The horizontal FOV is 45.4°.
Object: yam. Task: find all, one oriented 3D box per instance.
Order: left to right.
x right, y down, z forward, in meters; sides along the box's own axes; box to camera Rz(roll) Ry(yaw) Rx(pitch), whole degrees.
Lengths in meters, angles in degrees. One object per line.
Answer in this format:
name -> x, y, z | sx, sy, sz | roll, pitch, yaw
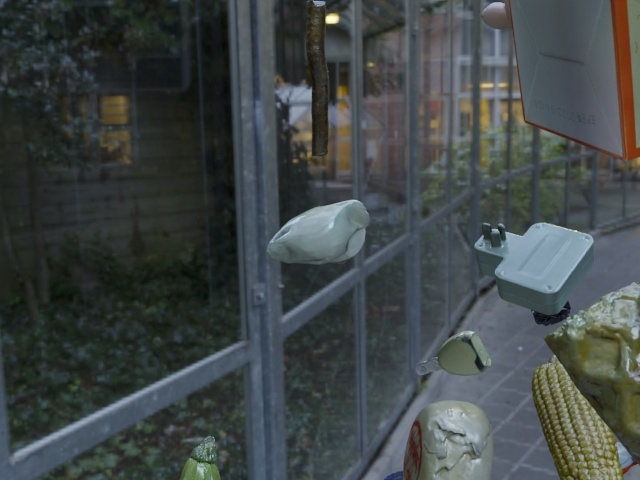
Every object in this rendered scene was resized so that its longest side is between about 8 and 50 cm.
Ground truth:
yam -> -0.006, -0.343, 1.641 | 0.045, 0.326, 0.045 | 9, 16, 40

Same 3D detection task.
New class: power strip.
power strip -> 0.509, 0.036, 1.884 | 0.261, 0.141, 0.229 | 19, 52, 38

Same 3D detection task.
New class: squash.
squash -> -0.260, 0.492, 1.648 | 0.105, 0.132, 0.105 | 1, 6, 0

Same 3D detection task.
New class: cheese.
cheese -> 0.365, 0.343, 2.192 | 0.252, 0.127, 0.054 | -28, -2, 44

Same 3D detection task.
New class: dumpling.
dumpling -> 0.000, 0.000, 1.628 | 0.229, 0.151, 0.124 | -19, 47, 2

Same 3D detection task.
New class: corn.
corn -> 0.440, 0.326, 1.303 | 0.119, 0.119, 0.321 | -2, 43, -4

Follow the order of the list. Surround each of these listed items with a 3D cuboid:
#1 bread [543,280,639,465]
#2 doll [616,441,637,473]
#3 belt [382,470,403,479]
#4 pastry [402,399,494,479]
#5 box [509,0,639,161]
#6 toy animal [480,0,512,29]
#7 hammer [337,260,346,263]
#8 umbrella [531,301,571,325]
bread -> 0.364, 0.172, 0.802 | 0.152, 0.267, 0.130 | -12, -31, -40
doll -> 0.620, 0.465, 1.618 | 0.228, 0.075, 0.102 | -17, -17, -6
belt -> 0.230, 0.640, 1.560 | 0.212, 0.346, 0.117 | -32, -23, 4
pastry -> 0.234, 0.422, 1.424 | 0.133, 0.264, 0.265 | 12, 8, -6
box -> 0.539, -0.358, 1.364 | 0.257, 0.318, 0.348 | -19, 22, -8
toy animal -> 0.491, -0.562, 1.623 | 0.195, 0.256, 0.213 | 31, 41, 33
hammer -> 0.042, 0.043, 2.148 | 0.043, 0.043, 0.083 | 5, -4, 37
umbrella -> 0.609, 0.106, 2.138 | 0.122, 0.110, 0.272 | 16, 43, -28
